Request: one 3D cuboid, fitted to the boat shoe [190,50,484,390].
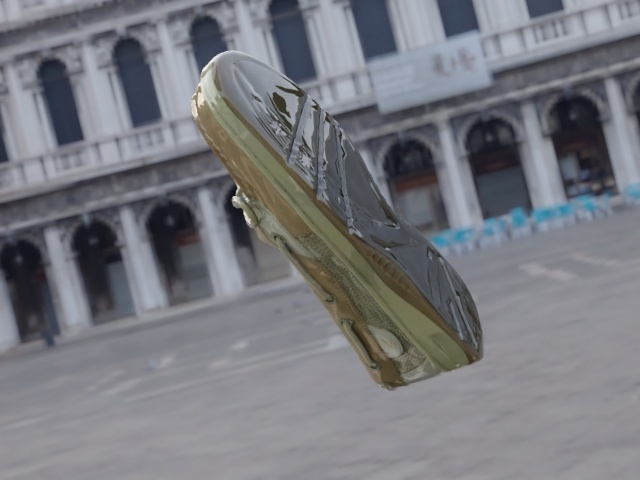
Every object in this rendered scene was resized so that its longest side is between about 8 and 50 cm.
[{"bbox_3d":[0.000,-0.001,0.462,0.048,0.153,0.056,-29,35,24],"label":"boat shoe"}]
